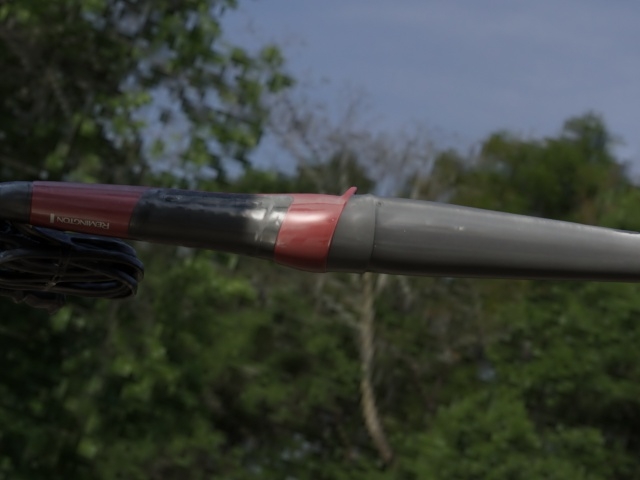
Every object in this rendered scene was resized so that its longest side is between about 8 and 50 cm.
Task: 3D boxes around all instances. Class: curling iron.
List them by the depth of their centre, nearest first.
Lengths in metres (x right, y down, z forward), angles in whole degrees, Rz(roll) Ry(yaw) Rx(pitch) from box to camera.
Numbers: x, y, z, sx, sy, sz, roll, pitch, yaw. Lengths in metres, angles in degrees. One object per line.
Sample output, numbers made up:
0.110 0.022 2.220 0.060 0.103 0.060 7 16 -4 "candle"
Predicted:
0.000 0.000 0.662 0.274 0.035 0.068 -1 -22 -4 "curling iron"
